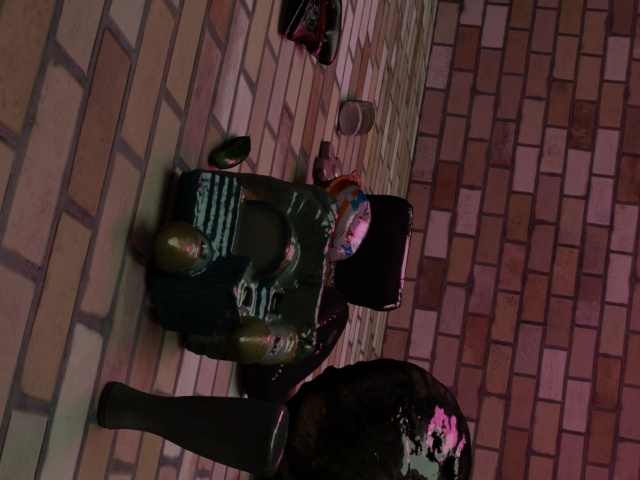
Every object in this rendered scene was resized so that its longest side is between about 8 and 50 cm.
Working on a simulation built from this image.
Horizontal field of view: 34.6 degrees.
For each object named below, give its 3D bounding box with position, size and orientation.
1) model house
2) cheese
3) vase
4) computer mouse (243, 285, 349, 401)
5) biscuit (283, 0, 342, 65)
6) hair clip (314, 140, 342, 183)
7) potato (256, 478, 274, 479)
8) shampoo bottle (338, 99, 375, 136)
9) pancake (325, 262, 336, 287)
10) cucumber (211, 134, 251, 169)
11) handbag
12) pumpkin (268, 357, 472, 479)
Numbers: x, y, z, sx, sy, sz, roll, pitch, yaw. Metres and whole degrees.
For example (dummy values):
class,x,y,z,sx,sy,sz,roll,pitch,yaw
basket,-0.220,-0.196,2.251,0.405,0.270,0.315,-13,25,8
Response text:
class,x,y,z,sx,sy,sz,roll,pitch,yaw
model house,-0.115,0.028,1.347,0.325,0.194,0.267,31,68,-75
cheese,0.000,0.000,2.086,0.329,0.129,0.217,-58,154,-22
vase,-0.149,0.213,1.200,0.086,0.214,0.086,10,90,-80
computer mouse,-0.057,0.185,1.925,0.323,0.116,0.183,-30,140,-59
biscuit,-0.013,-0.418,1.877,0.235,0.063,0.151,13,84,-77
hair clip,0.026,-0.096,2.319,0.146,0.075,0.257,-61,152,-51
potato,-0.112,0.558,1.932,0.149,0.113,0.251,-63,162,-53
shampoo bottle,0.091,-0.302,2.531,0.227,0.055,0.086,-31,129,-77
pancake,0.006,0.114,2.439,0.253,0.037,0.254,7,90,-79
cucumber,-0.128,-0.132,1.549,0.155,0.037,0.037,-54,150,-67
handbag,0.121,0.028,2.612,0.275,0.177,0.302,-143,-119,-85
pumpkin,0.103,0.467,2.170,0.344,0.454,0.455,-146,-119,-69
